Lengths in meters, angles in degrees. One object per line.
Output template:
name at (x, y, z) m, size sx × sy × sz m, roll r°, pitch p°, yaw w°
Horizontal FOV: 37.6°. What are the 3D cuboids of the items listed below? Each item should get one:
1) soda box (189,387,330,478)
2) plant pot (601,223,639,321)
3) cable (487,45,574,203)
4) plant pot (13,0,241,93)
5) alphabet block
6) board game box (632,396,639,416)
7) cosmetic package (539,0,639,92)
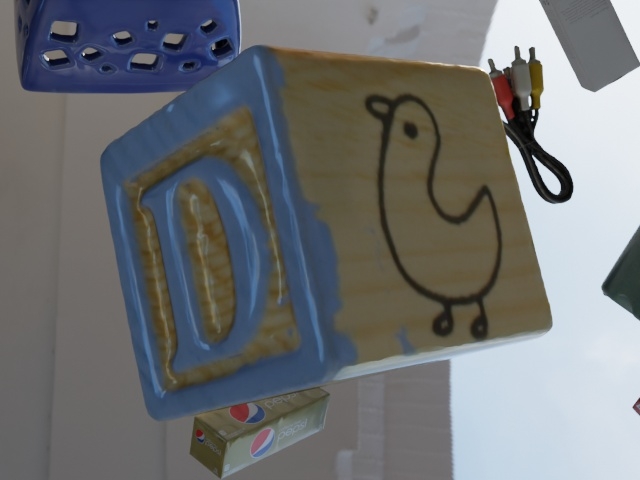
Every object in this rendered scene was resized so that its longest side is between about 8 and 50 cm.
soda box at (-0.072, 0.227, 1.172) m, size 0.061 × 0.058 × 0.181 m, roll 28°, pitch -150°, yaw 36°
plant pot at (0.491, -0.007, 0.968) m, size 0.341 × 0.341 × 0.334 m, roll 37°, pitch -82°, yaw 7°
cable at (0.360, -0.194, 1.650) m, size 0.140 × 0.072 × 0.287 m, roll -19°, pitch -93°, yaw -20°
plant pot at (-0.195, -0.301, 0.963) m, size 0.236 × 0.212 × 0.235 m, roll -4°, pitch -110°, yaw -17°
alphabet block at (0.000, 0.000, 0.611) m, size 0.197 × 0.193 × 0.192 m, roll -6°, pitch -99°, yaw -42°
board game box at (0.648, 0.322, 1.541) m, size 0.281 × 0.027 × 0.145 m, roll 11°, pitch -153°, yaw -35°
cosmetic package at (0.558, -0.438, 1.961) m, size 0.117 × 0.085 × 0.231 m, roll -29°, pitch -73°, yaw 4°
